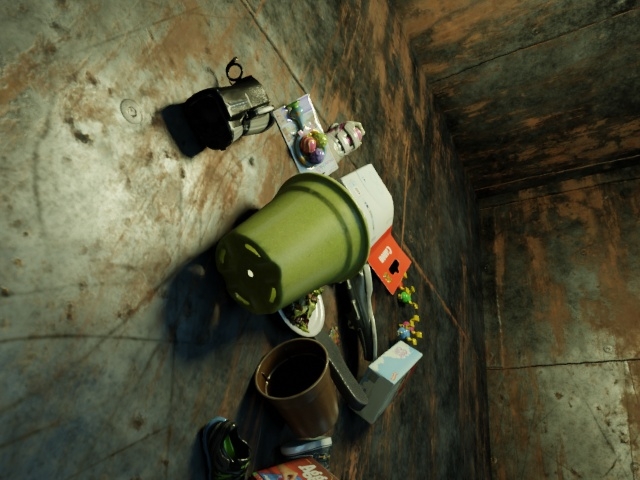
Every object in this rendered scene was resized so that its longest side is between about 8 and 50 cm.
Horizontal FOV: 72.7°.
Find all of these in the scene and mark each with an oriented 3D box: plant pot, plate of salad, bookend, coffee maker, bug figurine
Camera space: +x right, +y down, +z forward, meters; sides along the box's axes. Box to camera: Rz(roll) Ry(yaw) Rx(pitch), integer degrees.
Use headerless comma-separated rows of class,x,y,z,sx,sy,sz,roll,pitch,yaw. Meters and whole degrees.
plant pot,-0.074,0.022,0.935,0.254,0.276,0.276,-35,110,-45
plate of salad,-0.046,0.140,1.079,0.200,0.048,0.200,40,35,-36
bookend,0.238,0.092,1.587,0.157,0.072,0.156,42,45,-45
coffee maker,-0.206,-0.297,0.952,0.171,0.120,0.178,49,33,-3
plant pot,-0.040,0.335,0.963,0.167,0.166,0.165,-60,139,-49
bug figurine,0.322,0.269,1.670,0.216,0.072,0.279,36,45,-57

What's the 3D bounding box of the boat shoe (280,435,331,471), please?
boat shoe,-0.027,0.505,1.001,0.183,0.065,0.083,28,55,-54

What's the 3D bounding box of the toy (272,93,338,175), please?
toy,-0.026,-0.286,1.245,0.137,0.056,0.237,-37,112,-28

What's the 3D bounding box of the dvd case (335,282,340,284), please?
dvd case,0.000,0.000,1.260,0.238,0.029,0.179,43,45,-46

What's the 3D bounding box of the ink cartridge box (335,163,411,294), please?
ink cartridge box,0.193,-0.053,1.427,0.385,0.091,0.308,56,28,-2

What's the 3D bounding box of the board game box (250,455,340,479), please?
board game box,-0.002,0.490,0.804,0.145,0.281,0.027,4,90,-35

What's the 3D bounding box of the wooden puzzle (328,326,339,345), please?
wooden puzzle,0.037,0.284,1.245,0.049,0.006,0.083,58,36,-31

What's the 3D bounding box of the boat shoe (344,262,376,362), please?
boat shoe,0.118,0.220,1.328,0.114,0.091,0.303,85,-1,-77

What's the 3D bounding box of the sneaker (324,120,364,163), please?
sneaker,0.072,-0.328,1.413,0.103,0.111,0.252,60,35,-28

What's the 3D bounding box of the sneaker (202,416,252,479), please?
sneaker,-0.161,0.416,0.792,0.067,0.078,0.188,-17,95,-60

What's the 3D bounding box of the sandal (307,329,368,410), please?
sandal,0.022,0.308,1.064,0.097,0.054,0.254,33,16,-46

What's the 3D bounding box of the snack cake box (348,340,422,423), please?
snack cake box,0.203,0.423,1.326,0.264,0.089,0.152,-8,125,-60
